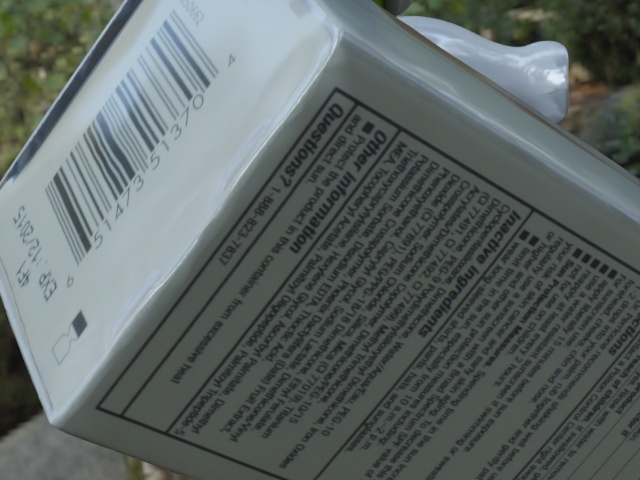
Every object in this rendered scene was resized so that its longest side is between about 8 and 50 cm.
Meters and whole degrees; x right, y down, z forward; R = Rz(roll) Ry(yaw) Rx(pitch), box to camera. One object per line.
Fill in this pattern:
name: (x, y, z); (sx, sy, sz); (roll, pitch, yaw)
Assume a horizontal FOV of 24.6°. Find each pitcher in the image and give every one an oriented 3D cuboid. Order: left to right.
pitcher: (0.116, -0.150, 1.447); (0.207, 0.126, 0.178); (0, -5, -17)

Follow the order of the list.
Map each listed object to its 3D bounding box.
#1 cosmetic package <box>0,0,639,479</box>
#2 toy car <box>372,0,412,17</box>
cosmetic package: (0.047, 0.023, 0.539); (0.296, 0.153, 0.129); (29, 16, -36)
toy car: (0.016, -0.263, 1.680); (0.159, 0.182, 0.136); (-18, 43, -22)
